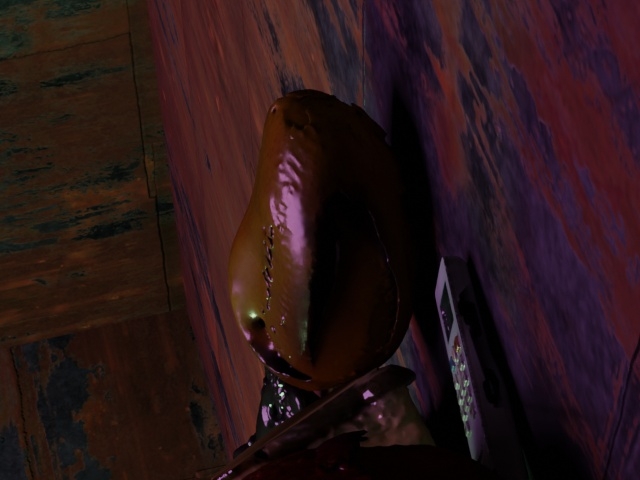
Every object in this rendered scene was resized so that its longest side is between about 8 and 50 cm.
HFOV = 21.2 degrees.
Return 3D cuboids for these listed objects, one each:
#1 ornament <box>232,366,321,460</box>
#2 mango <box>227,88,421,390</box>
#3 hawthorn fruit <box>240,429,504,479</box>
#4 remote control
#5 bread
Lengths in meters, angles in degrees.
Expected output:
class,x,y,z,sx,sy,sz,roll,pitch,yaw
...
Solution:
class,x,y,z,sx,sy,sz,roll,pitch,yaw
ornament,-0.011,0.264,1.955,0.260,0.106,0.251,109,142,-57
mango,0.000,0.000,1.300,0.151,0.156,0.248,-58,-31,-47
hawthorn fruit,0.031,0.272,1.039,0.316,0.316,0.316,168,90,-81
remote control,0.106,0.095,1.136,0.065,0.029,0.166,91,168,-62
bread,0.005,0.209,1.321,0.262,0.204,0.162,69,177,-74
